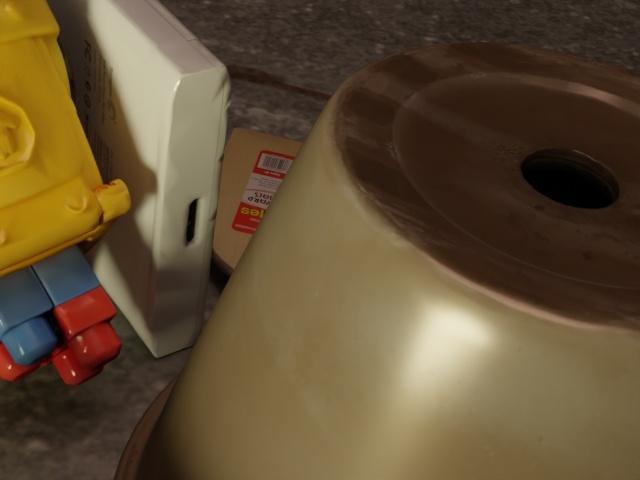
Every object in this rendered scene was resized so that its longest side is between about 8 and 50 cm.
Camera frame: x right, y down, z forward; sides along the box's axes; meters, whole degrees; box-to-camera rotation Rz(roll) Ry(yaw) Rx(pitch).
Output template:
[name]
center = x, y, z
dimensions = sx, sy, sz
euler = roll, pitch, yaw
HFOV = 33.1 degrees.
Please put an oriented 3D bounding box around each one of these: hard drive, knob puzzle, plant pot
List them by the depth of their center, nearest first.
[plant pot]
center = 0.068, 0.078, 0.476
dimensions = 0.323, 0.280, 0.323
euler = 7, 37, -6
[hard drive]
center = -0.161, -0.098, 0.694
dimensions = 0.040, 0.203, 0.307
euler = -18, 47, -32
[knob puzzle]
center = 0.000, 0.000, 0.756
dimensions = 0.213, 0.030, 0.213
euler = 8, 38, -6

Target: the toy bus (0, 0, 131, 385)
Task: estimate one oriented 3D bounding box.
[toy bus]
center = -0.199, -0.003, 0.611
dimensions = 0.149, 0.220, 0.211
euler = -29, 88, -36
